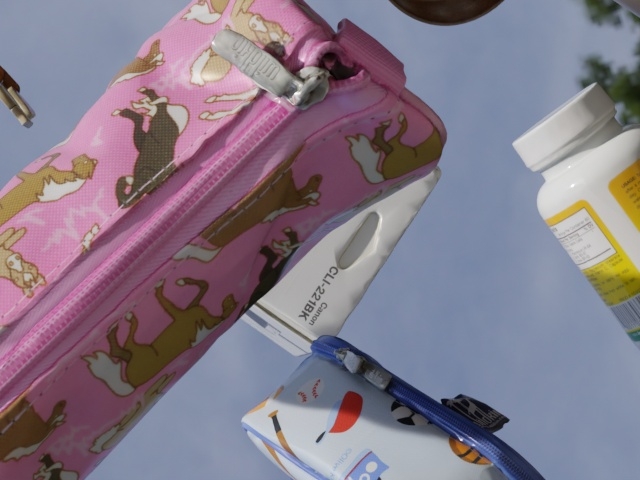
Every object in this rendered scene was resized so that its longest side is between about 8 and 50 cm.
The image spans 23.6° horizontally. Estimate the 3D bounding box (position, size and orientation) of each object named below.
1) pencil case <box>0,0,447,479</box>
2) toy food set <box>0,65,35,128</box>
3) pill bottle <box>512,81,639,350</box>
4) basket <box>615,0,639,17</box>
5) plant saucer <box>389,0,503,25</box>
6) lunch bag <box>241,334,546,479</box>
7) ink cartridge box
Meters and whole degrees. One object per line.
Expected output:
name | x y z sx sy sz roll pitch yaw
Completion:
pencil case | -0.120 0.029 0.757 0.386 0.160 0.167 -44 -38 -7
toy food set | -0.280 -0.148 1.316 0.122 0.019 0.078 50 180 -1
pill bottle | 0.253 -0.021 1.258 0.208 0.117 0.117 53 -142 0
basket | 0.378 -0.226 1.345 0.154 0.227 0.204 -43 -27 -31
plant saucer | 0.088 -0.237 1.077 0.168 0.029 0.168 -11 -69 -31
lunch bag | 0.084 0.195 1.060 0.115 0.243 0.303 -46 -50 -13
ink cartridge box | 0.000 0.000 1.461 0.114 0.273 0.197 34 -98 -2
